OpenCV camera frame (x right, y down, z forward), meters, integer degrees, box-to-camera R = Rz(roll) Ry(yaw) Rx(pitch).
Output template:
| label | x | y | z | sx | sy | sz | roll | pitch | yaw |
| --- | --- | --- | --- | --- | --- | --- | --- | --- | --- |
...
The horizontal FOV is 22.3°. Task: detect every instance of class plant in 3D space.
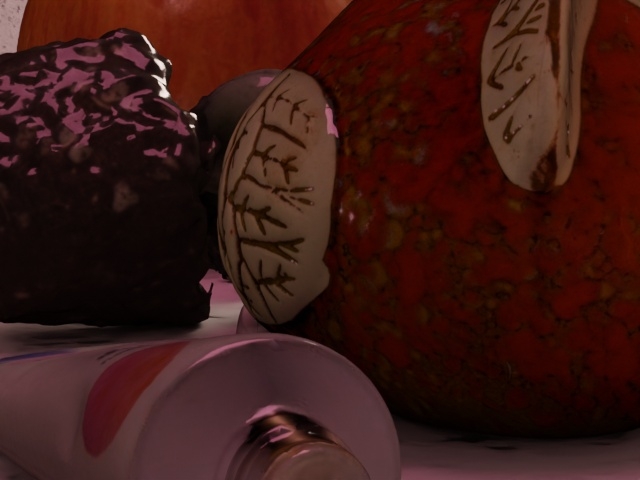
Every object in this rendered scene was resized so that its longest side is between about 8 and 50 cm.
| label | x | y | z | sx | sy | sz | roll | pitch | yaw |
| --- | --- | --- | --- | --- | --- | --- | --- | --- | --- |
| plant | -0.049 | -0.031 | 0.837 | 0.274 | 0.149 | 0.146 | -2 | -26 | -18 |

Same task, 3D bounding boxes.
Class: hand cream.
| label | x | y | z | sx | sy | sz | roll | pitch | yaw |
| --- | --- | --- | --- | --- | --- | --- | --- | --- | --- |
| hand cream | -0.056 | 0.057 | 0.558 | 0.124 | 0.078 | 0.340 | -6 | 5 | -20 |

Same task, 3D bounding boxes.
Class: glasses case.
| label | x | y | z | sx | sy | sz | roll | pitch | yaw |
| --- | --- | --- | --- | --- | --- | --- | --- | --- | --- |
| glasses case | -0.027 | 0.046 | 0.710 | 0.021 | 0.032 | 0.083 | -4 | 8 | -1 |

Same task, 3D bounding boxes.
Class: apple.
| label | x | y | z | sx | sy | sz | roll | pitch | yaw |
| --- | --- | --- | --- | --- | --- | --- | --- | --- | --- |
| apple | -0.069 | -0.117 | 1.105 | 0.286 | 0.233 | 0.286 | -4 | 5 | 0 |

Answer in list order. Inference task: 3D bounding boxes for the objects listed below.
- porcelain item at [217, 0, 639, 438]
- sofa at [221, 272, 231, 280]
| label | x | y | z | sx | sy | sz | roll | pitch | yaw |
| --- | --- | --- | --- | --- | --- | --- | --- | --- | --- |
| porcelain item | 0.077 | -0.047 | 0.656 | 0.253 | 0.253 | 0.253 | -2 | 9 | 0 |
| sofa | 0.000 | 0.000 | 0.982 | 0.060 | 0.039 | 0.118 | 4 | 11 | 41 |
